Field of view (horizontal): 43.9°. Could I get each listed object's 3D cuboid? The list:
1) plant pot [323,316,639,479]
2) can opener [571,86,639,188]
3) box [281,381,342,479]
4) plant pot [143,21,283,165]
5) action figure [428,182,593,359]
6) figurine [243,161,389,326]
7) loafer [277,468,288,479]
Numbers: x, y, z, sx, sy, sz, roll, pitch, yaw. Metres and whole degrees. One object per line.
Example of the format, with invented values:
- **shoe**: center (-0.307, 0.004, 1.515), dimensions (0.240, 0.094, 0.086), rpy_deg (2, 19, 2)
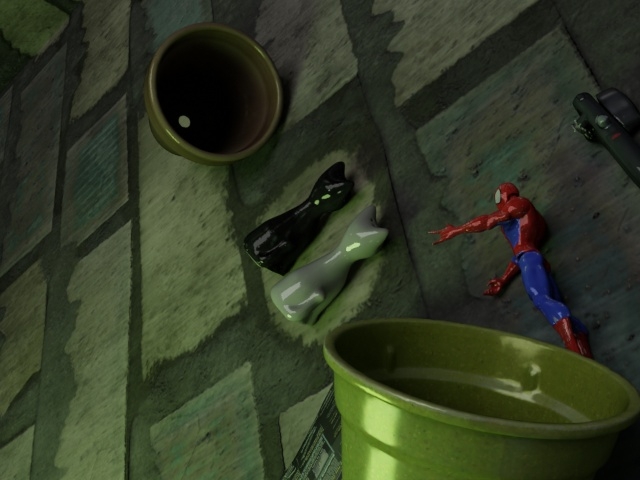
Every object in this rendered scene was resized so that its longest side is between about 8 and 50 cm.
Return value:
- **plant pot**: center (0.123, 0.230, 0.723), dimensions (0.276, 0.276, 0.254), rpy_deg (20, 106, 51)
- **can opener**: center (0.356, -0.115, 0.938), dimensions (0.073, 0.059, 0.186), rpy_deg (-39, 43, 24)
- **box**: center (0.026, 0.273, 0.944), dimensions (0.307, 0.076, 0.242), rpy_deg (-61, 6, -5)
- **plant pot**: center (-0.234, -0.262, 1.545), dimensions (0.229, 0.263, 0.263), rpy_deg (-13, 57, 62)
- **action figure**: center (0.225, 0.054, 0.949), dimensions (0.139, 0.091, 0.280), rpy_deg (-25, 50, 24)
- **figurine**: center (0.000, 0.000, 1.238), dimensions (0.209, 0.092, 0.215), rpy_deg (-46, 42, 12)
- **loafer**: center (-0.064, 0.390, 1.095), dimensions (0.170, 0.062, 0.061), rpy_deg (-55, 17, 1)
